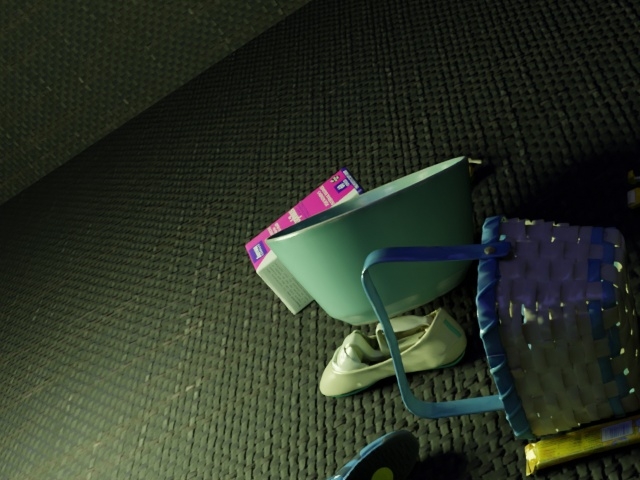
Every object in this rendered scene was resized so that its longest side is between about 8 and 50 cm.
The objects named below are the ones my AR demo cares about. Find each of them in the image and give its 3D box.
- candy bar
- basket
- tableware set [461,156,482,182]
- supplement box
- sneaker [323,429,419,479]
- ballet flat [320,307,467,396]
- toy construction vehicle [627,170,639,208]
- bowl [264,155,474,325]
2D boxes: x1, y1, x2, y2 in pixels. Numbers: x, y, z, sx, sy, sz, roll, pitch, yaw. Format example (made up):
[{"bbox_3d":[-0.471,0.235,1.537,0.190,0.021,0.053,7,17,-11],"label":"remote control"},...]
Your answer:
[{"bbox_3d":[0.295,0.222,1.172,0.161,0.018,0.040,-22,35,29],"label":"candy bar"},{"bbox_3d":[0.210,0.104,1.215,0.289,0.255,0.201,-8,38,16],"label":"basket"},{"bbox_3d":[0.197,-0.077,1.749,0.154,0.024,0.104,-47,25,-13],"label":"tableware set"},{"bbox_3d":[0.000,0.000,1.777,0.220,0.114,0.111,-39,28,4],"label":"supplement box"},{"bbox_3d":[0.030,0.304,1.323,0.209,0.069,0.082,-44,24,-9],"label":"sneaker"},{"bbox_3d":[0.083,0.149,1.477,0.248,0.086,0.086,-22,32,32],"label":"ballet flat"},{"bbox_3d":[0.456,-0.077,1.418,0.098,0.035,0.086,-25,41,32],"label":"toy construction vehicle"},{"bbox_3d":[0.094,0.012,1.520,0.311,0.163,0.311,-23,5,2],"label":"bowl"}]
